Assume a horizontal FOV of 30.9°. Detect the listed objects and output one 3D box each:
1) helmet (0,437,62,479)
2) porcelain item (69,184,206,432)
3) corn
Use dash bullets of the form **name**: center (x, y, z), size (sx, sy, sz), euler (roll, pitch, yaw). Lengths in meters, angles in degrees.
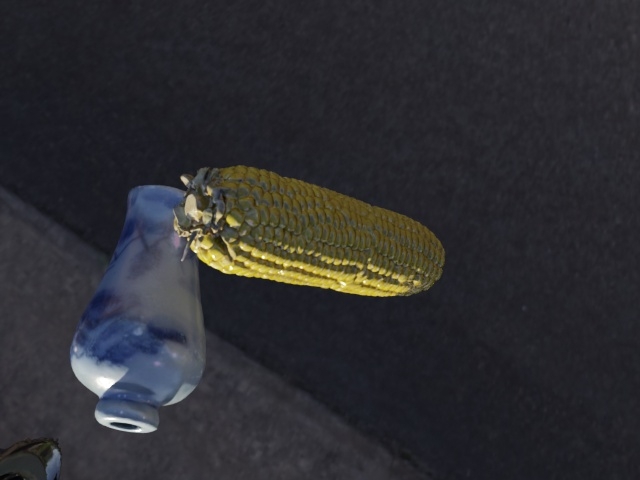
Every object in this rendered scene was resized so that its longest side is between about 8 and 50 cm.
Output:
- **helmet**: center (-0.460, 0.363, 1.431), size (0.177, 0.305, 0.225), euler (13, 159, 19)
- **porcelain item**: center (-0.184, 0.073, 1.237), size (0.141, 0.259, 0.141), euler (7, 157, 3)
- **corn**: center (0.000, 0.000, 1.146), size (0.305, 0.106, 0.106), euler (15, 134, -36)
